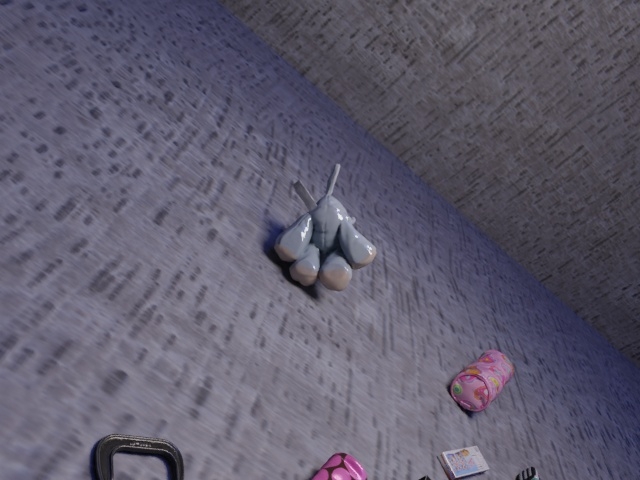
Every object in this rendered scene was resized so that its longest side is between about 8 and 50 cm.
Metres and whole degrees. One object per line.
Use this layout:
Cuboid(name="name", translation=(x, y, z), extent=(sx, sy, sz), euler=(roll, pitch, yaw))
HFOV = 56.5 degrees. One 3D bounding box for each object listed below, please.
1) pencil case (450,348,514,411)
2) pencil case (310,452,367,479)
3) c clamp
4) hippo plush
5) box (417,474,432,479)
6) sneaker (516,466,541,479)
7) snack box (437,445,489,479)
Cuboid(name="pencil case", translation=(0.479, 0.408, 1.743), extent=(0.124, 0.124, 0.284), euler=(54, 25, 16))
Cuboid(name="pencil case", translation=(0.015, 0.447, 1.002), extent=(0.098, 0.095, 0.209), euler=(16, 20, 20))
Cuboid(name="c clamp", translation=(-0.257, 0.335, 0.835), extent=(0.161, 0.022, 0.137), euler=(18, 32, -43))
Cuboid(name="hippo plush", translation=(0.000, 0.000, 1.569), extent=(0.236, 0.235, 0.294), euler=(84, -18, -82))
Cuboid(name="box", translation=(0.223, 0.576, 1.142), extent=(0.180, 0.077, 0.147), euler=(48, 25, 3))
Cuboid(name="sneaker", translation=(0.556, 0.675, 1.509), extent=(0.098, 0.083, 0.224), euler=(51, 24, -1))
Cuboid(name="snack box", translation=(0.352, 0.543, 1.455), extent=(0.178, 0.022, 0.064), euler=(15, 40, -48))
